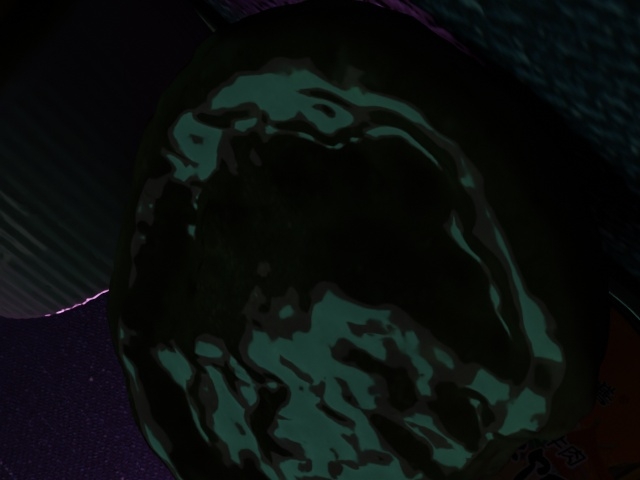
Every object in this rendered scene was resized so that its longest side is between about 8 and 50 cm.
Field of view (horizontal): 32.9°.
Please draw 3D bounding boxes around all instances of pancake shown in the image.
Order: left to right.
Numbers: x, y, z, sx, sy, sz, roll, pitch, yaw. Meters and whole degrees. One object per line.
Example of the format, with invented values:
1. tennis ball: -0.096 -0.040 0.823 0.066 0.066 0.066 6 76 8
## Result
1. pancake: -0.004 0.028 0.419 0.042 0.236 0.222 -29 -93 -51

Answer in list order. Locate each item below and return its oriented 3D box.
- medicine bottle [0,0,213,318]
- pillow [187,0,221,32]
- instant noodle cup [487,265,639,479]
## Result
1. medicine bottle: -0.214 -0.141 0.440 0.224 0.224 0.384 36 172 48
2. pillow: -0.051 -0.080 0.665 0.217 0.033 0.130 41 151 10
3. instant noodle cup: 0.084 0.084 0.513 0.208 0.177 0.125 66 -169 1
